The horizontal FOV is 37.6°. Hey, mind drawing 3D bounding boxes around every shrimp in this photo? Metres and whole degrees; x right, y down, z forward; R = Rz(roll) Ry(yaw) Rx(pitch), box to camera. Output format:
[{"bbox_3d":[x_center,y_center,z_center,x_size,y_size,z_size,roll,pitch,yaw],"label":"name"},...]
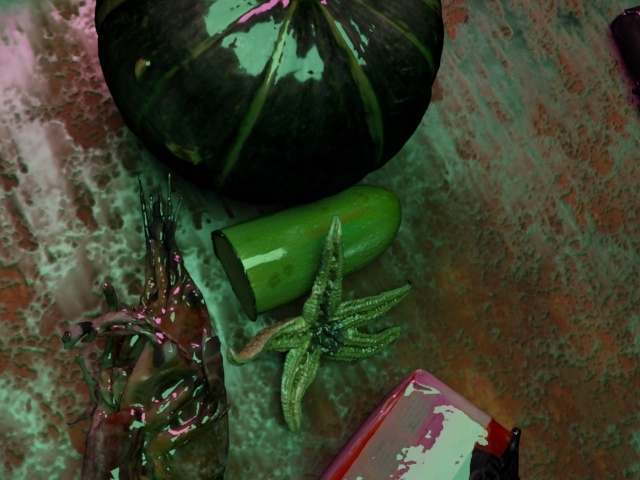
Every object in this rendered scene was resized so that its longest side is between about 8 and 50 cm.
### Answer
[{"bbox_3d":[-0.153,0.105,0.825,0.145,0.116,0.343,1,82,-16],"label":"shrimp"}]

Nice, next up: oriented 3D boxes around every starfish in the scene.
[{"bbox_3d":[0.001,0.077,0.866,0.223,0.217,0.050,-13,37,-44],"label":"starfish"}]

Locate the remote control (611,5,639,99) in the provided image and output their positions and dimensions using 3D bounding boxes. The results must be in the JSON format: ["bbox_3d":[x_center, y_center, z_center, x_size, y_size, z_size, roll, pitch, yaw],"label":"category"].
[{"bbox_3d":[0.448,-0.091,1.037,0.144,0.062,0.399,-19,82,-15],"label":"remote control"}]

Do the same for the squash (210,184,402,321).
[{"bbox_3d":[0.000,0.000,0.899,0.188,0.095,0.095,-22,82,-17],"label":"squash"}]

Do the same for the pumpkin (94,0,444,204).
[{"bbox_3d":[-0.044,-0.190,0.856,0.323,0.241,0.323,3,72,-10],"label":"pumpkin"}]

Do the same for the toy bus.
[{"bbox_3d":[0.049,0.267,0.830,0.147,0.127,0.303,39,73,4],"label":"toy bus"}]
